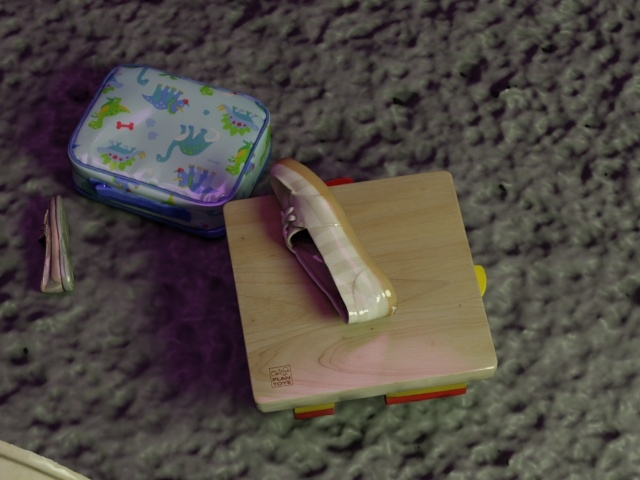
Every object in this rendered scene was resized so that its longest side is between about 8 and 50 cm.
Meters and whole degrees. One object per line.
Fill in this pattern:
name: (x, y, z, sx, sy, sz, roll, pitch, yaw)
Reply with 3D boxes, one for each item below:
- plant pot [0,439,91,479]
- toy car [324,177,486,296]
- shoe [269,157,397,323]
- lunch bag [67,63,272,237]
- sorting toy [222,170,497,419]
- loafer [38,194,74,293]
plant pot: (-0.365, 0.366, 1.786, 0.334, 0.334, 0.305, 15, 68, 9)
toy car: (0.040, 0.062, 2.111, 0.239, 0.053, 0.225, 34, 64, 20)
shoe: (0.000, 0.000, 1.967, 0.058, 0.076, 0.219, -26, 62, -21)
lunch bag: (-0.179, -0.105, 2.195, 0.219, 0.090, 0.176, 17, 58, 10)
sorting toy: (0.039, 0.068, 2.022, 0.257, 0.089, 0.255, -8, 58, -4)
loafer: (-0.312, 0.004, 2.156, 0.039, 0.045, 0.125, -11, 61, 1)
